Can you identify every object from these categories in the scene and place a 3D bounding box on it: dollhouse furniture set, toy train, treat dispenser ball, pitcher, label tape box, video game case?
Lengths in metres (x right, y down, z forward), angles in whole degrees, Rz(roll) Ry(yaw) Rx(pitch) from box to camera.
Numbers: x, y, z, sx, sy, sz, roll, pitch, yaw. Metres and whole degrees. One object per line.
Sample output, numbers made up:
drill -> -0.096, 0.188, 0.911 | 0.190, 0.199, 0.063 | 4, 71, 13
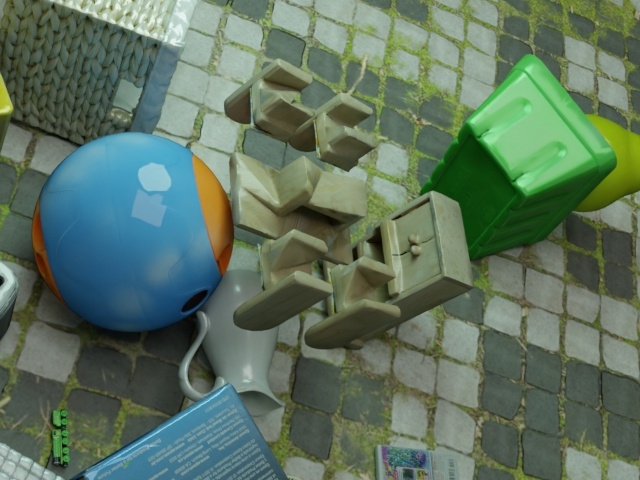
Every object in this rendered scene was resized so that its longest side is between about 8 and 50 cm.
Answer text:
dollhouse furniture set -> 0.000, 0.000, 1.628 | 0.394, 0.256, 0.362 | 21, 50, -39
toy train -> -0.364, 0.275, 1.504 | 0.023, 0.017, 0.083 | -1, 61, -16
treat dispenser ball -> -0.269, -0.011, 1.556 | 0.288, 0.288, 0.288 | 13, 56, -19
pitcher -> -0.141, 0.149, 1.616 | 0.177, 0.125, 0.207 | 16, 60, -43
label tape box -> -0.138, 0.389, 1.381 | 0.240, 0.106, 0.334 | -28, 85, -36
video game case -> 0.155, 0.402, 1.683 | 0.143, 0.019, 0.157 | 10, 58, -20

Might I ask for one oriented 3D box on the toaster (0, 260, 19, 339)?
toaster -> -0.497, 0.103, 1.462 | 0.129, 0.146, 0.227 | 38, 51, -1

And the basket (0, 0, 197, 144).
basket -> -0.339, -0.362, 1.716 | 0.266, 0.328, 0.331 | 20, 54, -12

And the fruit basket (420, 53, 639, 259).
fruit basket -> 0.409, -0.150, 1.928 | 0.392, 0.392, 0.283 | -27, 75, -36

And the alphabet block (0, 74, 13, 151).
alphabet block -> -0.580, -0.198, 1.574 | 0.193, 0.197, 0.192 | -13, 67, -32

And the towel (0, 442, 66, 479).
towel -> -0.462, 0.366, 1.339 | 0.283, 0.121, 0.235 | 31, 54, -8

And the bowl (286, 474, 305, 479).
bowl -> -0.060, 0.425, 1.522 | 0.170, 0.080, 0.170 | 13, 56, -20
